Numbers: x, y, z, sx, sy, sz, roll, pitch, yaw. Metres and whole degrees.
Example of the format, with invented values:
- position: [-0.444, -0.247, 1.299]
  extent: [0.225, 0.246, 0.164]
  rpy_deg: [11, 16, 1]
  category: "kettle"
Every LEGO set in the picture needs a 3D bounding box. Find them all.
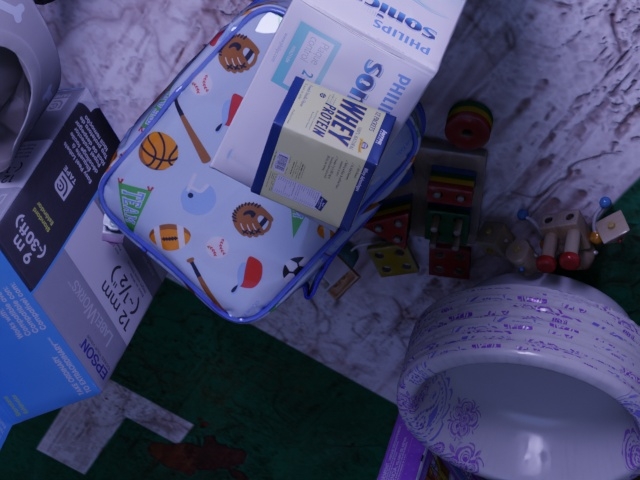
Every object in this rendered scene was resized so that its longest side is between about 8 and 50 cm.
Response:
- position: [-0.091, -0.020, 1.643]
  extent: [0.287, 0.132, 0.107]
  rpy_deg: [16, 159, -4]
  category: "LEGO set"

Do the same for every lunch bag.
- position: [-0.056, -0.073, 1.486]
  extent: [0.243, 0.115, 0.303]
  rpy_deg: [40, 110, -10]
  category: "lunch bag"

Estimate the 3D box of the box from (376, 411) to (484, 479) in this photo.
- position: [0.153, 0.366, 1.886]
  extent: [0.057, 0.201, 0.293]
  rpy_deg: [-6, 131, 29]
  category: "box"

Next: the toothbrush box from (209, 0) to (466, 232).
- position: [0.041, -0.189, 1.267]
  extent: [0.126, 0.295, 0.216]
  rpy_deg: [27, 140, -5]
  category: "toothbrush box"

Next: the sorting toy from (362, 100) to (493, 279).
- position: [0.101, -0.036, 1.585]
  extent: [0.132, 0.046, 0.274]
  rpy_deg: [9, 138, 7]
  category: "sorting toy"

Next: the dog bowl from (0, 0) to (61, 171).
- position: [-0.402, -0.226, 1.499]
  extent: [0.349, 0.102, 0.349]
  rpy_deg: [33, 155, 17]
  category: "dog bowl"

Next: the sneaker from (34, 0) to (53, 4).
- position: [-0.201, -0.313, 1.395]
  extent: [0.162, 0.106, 0.281]
  rpy_deg: [17, 139, 2]
  category: "sneaker"

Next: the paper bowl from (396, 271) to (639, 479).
- position: [0.233, 0.142, 1.632]
  extent: [0.284, 0.148, 0.284]
  rpy_deg: [13, 146, 9]
  category: "paper bowl"

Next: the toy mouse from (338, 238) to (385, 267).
- position: [0.000, 0.000, 1.691]
  extent: [0.143, 0.031, 0.161]
  rpy_deg: [11, 138, 14]
  category: "toy mouse"

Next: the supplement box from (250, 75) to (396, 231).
- position: [0.002, -0.065, 1.149]
  extent: [0.083, 0.056, 0.083]
  rpy_deg: [23, 139, 1]
  category: "supplement box"

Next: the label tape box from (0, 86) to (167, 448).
- position: [-0.304, 0.041, 1.632]
  extent: [0.115, 0.347, 0.249]
  rpy_deg: [-4, 133, 28]
  category: "label tape box"

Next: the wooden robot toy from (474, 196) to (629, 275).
- position: [0.251, 0.013, 1.566]
  extent: [0.173, 0.076, 0.079]
  rpy_deg: [-9, 141, 32]
  category: "wooden robot toy"
